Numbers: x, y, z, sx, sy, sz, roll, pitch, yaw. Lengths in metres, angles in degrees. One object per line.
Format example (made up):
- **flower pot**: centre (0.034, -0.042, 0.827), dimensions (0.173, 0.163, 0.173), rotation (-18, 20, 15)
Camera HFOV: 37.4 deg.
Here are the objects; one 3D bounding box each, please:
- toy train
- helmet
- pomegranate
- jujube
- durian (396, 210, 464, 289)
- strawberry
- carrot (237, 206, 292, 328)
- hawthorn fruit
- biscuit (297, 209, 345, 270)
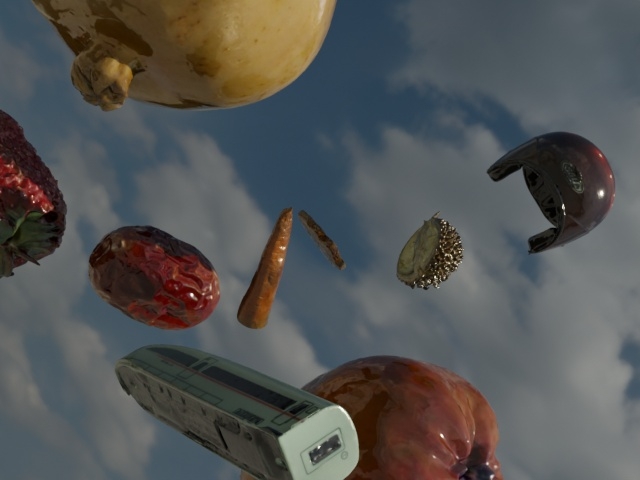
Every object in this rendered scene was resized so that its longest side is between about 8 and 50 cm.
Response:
- **toy train**: centre (-0.113, 0.176, 1.049), dimensions (0.407, 0.088, 0.086), rotation (10, -54, 54)
- **helmet**: centre (0.403, -0.090, 1.618), dimensions (0.189, 0.193, 0.216), rotation (61, 9, 4)
- **pomegranate**: centre (-0.168, -0.325, 1.127), dimensions (0.411, 0.411, 0.411), rotation (35, -38, 33)
- **jujube**: centre (-0.300, 0.069, 1.722), dimensions (0.250, 0.174, 0.174), rotation (38, -17, -36)
- **durian**: centre (0.215, 0.021, 1.745), dimensions (0.091, 0.188, 0.148), rotation (26, -41, -16)
- **strawberry**: centre (-0.585, -0.077, 1.672), dimensions (0.257, 0.261, 0.261), rotation (53, -30, 25)
- **carrot**: centre (-0.085, 0.039, 1.568), dimensions (0.057, 0.057, 0.224), rotation (34, -63, 34)
- **hawthorn fruit**: centre (0.096, 0.426, 1.632), dimensions (0.472, 0.472, 0.471), rotation (35, -38, 33)
- **biscuit**: centre (0.000, 0.000, 1.659), dimensions (0.130, 0.019, 0.119), rotation (52, -7, 17)
